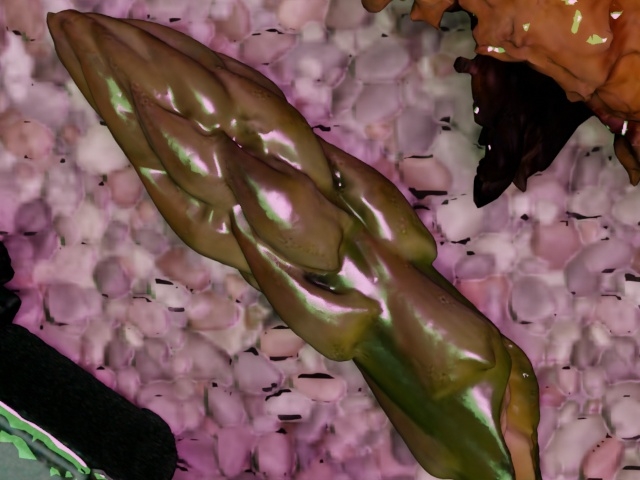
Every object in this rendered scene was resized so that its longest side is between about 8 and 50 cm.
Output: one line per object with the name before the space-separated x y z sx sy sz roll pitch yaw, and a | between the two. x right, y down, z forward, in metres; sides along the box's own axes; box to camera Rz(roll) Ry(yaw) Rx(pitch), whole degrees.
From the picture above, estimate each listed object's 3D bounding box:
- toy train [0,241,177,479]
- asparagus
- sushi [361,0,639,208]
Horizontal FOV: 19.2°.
toy train | -0.203 0.145 0.776 0.178 0.138 0.330 35 100 -3
asparagus | 0.000 0.000 0.765 0.287 0.080 0.080 41 99 2
sushi | 0.129 -0.104 0.666 0.348 0.207 0.234 37 108 -9
